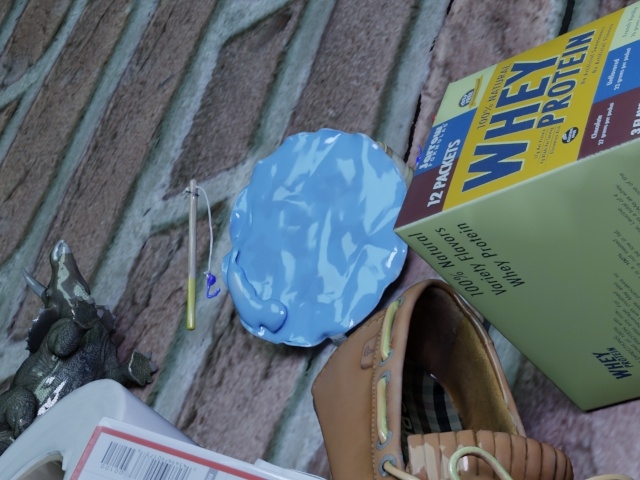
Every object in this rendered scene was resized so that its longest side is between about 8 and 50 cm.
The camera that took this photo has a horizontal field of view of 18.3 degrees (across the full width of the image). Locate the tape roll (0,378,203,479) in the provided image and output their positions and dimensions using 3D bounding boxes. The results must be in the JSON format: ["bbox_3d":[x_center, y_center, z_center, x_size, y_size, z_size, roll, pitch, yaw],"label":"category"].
[{"bbox_3d":[-0.197,0.241,1.439,0.286,0.100,0.286,-44,18,18],"label":"tape roll"}]

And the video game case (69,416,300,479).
[{"bbox_3d":[-0.105,0.261,1.239,0.204,0.025,0.285,17,59,15],"label":"video game case"}]

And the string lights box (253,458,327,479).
[{"bbox_3d":[-0.059,0.281,1.340,0.260,0.077,0.133,-54,27,-16],"label":"string lights box"}]

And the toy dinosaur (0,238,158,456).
[{"bbox_3d":[-0.249,0.145,1.817,0.160,0.121,0.313,-29,33,57],"label":"toy dinosaur"}]

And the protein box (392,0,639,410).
[{"bbox_3d":[0.196,-0.021,1.238,0.201,0.200,0.136,-21,36,43],"label":"protein box"}]

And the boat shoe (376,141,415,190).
[{"bbox_3d":[0.018,-0.013,1.673,0.153,0.048,0.056,-49,26,-4],"label":"boat shoe"}]

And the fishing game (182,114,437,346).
[{"bbox_3d":[0.000,0.000,1.627,0.264,0.041,0.189,-17,65,29],"label":"fishing game"}]

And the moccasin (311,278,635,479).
[{"bbox_3d":[0.096,0.160,1.183,0.147,0.139,0.380,-58,21,24],"label":"moccasin"}]
